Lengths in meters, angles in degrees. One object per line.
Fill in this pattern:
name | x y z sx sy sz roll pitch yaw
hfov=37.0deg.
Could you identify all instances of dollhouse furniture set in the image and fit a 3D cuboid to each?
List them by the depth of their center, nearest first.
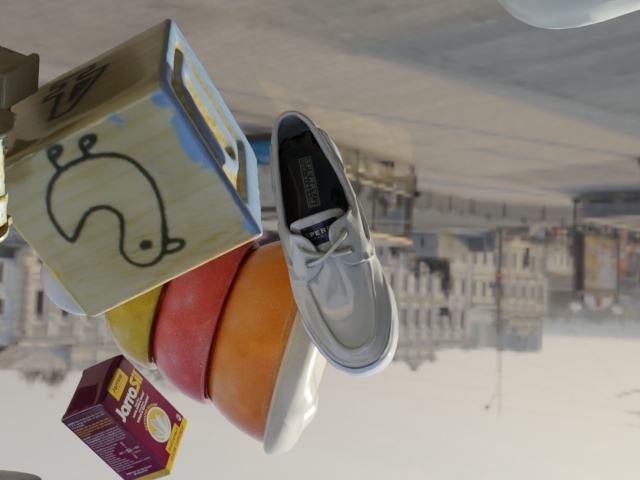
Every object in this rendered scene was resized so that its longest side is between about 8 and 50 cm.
dollhouse furniture set | -0.293 -0.055 0.848 0.101 0.181 0.161 21 -145 10

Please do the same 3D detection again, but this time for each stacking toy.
stacking toy | -0.210 0.102 1.481 0.480 0.350 0.350 17 177 5

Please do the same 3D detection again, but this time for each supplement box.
supplement box | -0.145 0.136 0.719 0.043 0.055 0.083 -24 120 26

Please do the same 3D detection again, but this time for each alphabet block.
alphabet block | -0.190 -0.075 0.960 0.197 0.192 0.193 -26 -152 9

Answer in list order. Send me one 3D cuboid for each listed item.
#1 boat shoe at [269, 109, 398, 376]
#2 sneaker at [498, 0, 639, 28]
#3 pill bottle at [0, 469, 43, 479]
boat shoe | 0.000 0.000 0.884 0.095 0.258 0.084 -23 159 5
sneaker | 0.249 -0.201 0.489 0.350 0.131 0.148 -32 152 7
pill bottle | -0.214 0.239 0.569 0.108 0.193 0.108 3 173 0
